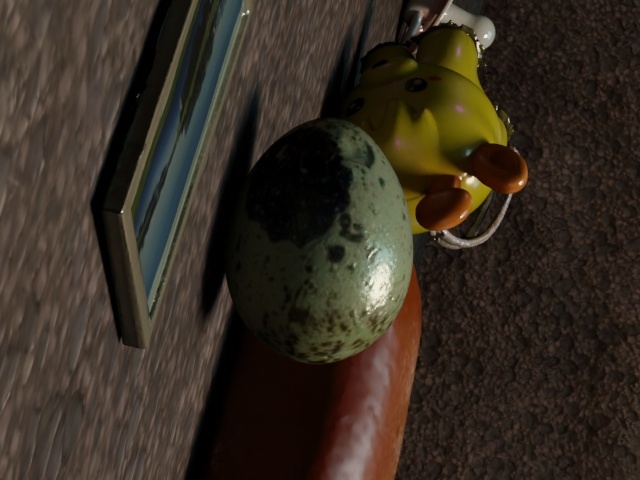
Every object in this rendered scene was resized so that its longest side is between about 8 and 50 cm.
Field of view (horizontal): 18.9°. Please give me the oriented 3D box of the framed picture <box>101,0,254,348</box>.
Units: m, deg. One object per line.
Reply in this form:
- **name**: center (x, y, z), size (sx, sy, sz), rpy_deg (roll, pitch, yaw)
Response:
- **framed picture**: center (-0.047, -0.050, 0.657), size (0.109, 0.011, 0.149), rpy_deg (91, 13, -65)

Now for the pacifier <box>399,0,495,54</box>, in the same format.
- **pacifier**: center (0.104, -0.177, 1.547), size (0.081, 0.078, 0.099), rpy_deg (-54, -169, 39)

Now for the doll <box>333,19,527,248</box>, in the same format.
- **doll**: center (0.060, -0.051, 1.192), size (0.221, 0.143, 0.135), rpy_deg (-79, 151, -64)

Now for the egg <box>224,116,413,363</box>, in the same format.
- **egg**: center (0.000, 0.000, 0.857), size (0.085, 0.085, 0.110), rpy_deg (-28, 126, -83)

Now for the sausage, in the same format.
- **sausage**: center (-0.020, 0.145, 0.946), size (0.097, 0.094, 0.348), rpy_deg (41, 56, -49)
